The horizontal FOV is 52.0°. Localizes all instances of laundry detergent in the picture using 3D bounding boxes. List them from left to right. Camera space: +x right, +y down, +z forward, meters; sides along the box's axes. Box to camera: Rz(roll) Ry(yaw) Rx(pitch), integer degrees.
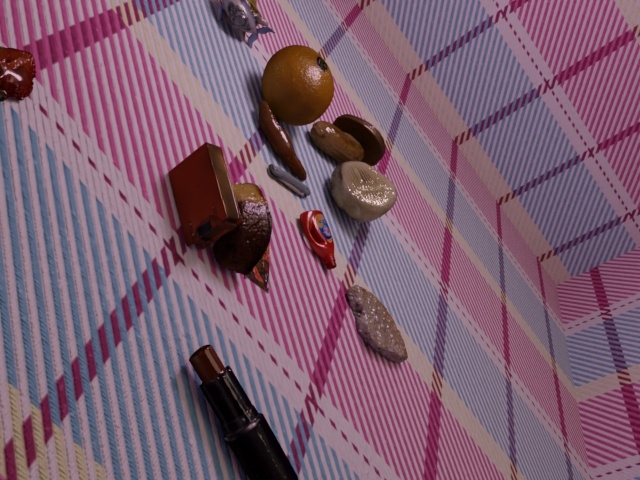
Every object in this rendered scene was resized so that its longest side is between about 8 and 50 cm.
[{"bbox_3d":[0.000,0.000,1.763,0.097,0.049,0.165,0,63,-51],"label":"laundry detergent"}]

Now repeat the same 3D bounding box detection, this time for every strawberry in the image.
[{"bbox_3d":[-0.544,-0.300,1.149,0.104,0.048,0.152,51,31,-23],"label":"strawberry"}]

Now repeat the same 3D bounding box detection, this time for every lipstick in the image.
[{"bbox_3d":[-0.142,0.322,1.165,0.299,0.081,0.081,59,27,-3],"label":"lipstick"}]

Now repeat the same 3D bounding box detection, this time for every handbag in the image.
[{"bbox_3d":[-0.240,-0.090,1.362,0.063,0.127,0.190,15,50,-52],"label":"handbag"}]

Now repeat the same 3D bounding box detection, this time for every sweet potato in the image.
[{"bbox_3d":[-0.110,-0.274,1.847,0.255,0.058,0.078,58,6,-11],"label":"sweet potato"}]

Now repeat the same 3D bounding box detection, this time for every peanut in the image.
[{"bbox_3d":[0.052,-0.314,2.123,0.226,0.095,0.108,25,27,-42],"label":"peanut"}]

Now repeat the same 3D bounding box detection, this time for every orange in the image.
[{"bbox_3d":[-0.067,-0.455,1.930,0.236,0.236,0.236,40,33,-33],"label":"orange"}]

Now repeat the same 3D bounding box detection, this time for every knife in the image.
[{"bbox_3d":[-0.085,-0.161,1.809,0.162,0.023,0.044,30,43,-44],"label":"knife"}]

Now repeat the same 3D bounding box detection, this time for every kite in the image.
[{"bbox_3d":[-0.146,0.066,1.499,0.222,0.008,0.125,-17,80,-62],"label":"kite"}]

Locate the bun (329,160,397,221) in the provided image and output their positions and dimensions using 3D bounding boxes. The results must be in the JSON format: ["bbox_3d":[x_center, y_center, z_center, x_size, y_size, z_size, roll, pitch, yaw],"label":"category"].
[{"bbox_3d":[0.123,-0.146,2.023,0.220,0.134,0.220,17,41,-15],"label":"bun"}]

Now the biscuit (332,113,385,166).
[{"bbox_3d":[0.131,-0.341,2.195,0.208,0.181,0.049,48,57,-14],"label":"biscuit"}]

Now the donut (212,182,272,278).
[{"bbox_3d":[-0.185,-0.047,1.412,0.085,0.141,0.217,11,45,-44],"label":"donut"}]

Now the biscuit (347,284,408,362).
[{"bbox_3d":[0.154,0.234,1.798,0.265,0.040,0.188,54,27,-7],"label":"biscuit"}]

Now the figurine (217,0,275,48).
[{"bbox_3d":[-0.234,-0.698,1.998,0.208,0.128,0.184,54,24,-28],"label":"figurine"}]
